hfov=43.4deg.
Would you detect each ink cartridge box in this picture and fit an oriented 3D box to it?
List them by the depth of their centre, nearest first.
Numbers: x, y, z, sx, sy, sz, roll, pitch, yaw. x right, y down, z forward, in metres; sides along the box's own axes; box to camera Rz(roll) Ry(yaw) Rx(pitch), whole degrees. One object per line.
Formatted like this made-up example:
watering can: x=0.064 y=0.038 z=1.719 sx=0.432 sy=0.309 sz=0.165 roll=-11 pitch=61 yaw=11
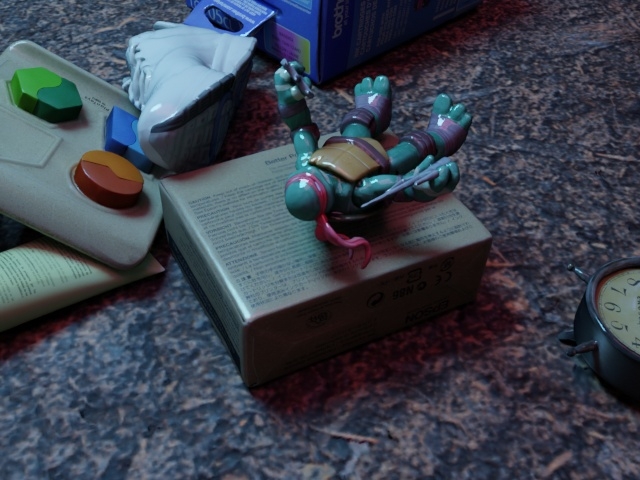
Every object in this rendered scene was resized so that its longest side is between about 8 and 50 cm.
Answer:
ink cartridge box: x=0.000 y=0.000 z=0.720 sx=0.235 sy=0.088 sz=0.193 roll=-18 pitch=46 yaw=-21
ink cartridge box: x=0.004 y=-0.362 z=1.057 sx=0.395 sy=0.151 sz=0.270 roll=-31 pitch=53 yaw=-33

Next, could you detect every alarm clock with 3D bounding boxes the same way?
alarm clock: x=0.301 y=0.081 z=0.676 sx=0.192 sy=0.064 sz=0.129 roll=10 pitch=43 yaw=10

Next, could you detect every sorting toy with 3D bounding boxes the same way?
sorting toy: x=-0.274 y=-0.116 z=0.748 sx=0.307 sy=0.041 sz=0.229 roll=28 pitch=35 yaw=-14

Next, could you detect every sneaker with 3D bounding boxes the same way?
sneaker: x=-0.148 y=-0.151 z=0.819 sx=0.129 sy=0.111 sz=0.297 roll=18 pitch=24 yaw=-6

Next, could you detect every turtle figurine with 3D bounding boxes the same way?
turtle figurine: x=0.029 y=-0.073 z=0.653 sx=0.175 sy=0.118 sz=0.234 roll=36 pitch=34 yaw=11

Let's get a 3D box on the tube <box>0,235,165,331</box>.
tube: x=-0.258 y=0.040 z=0.686 sx=0.240 sy=0.070 sz=0.062 roll=-26 pitch=8 yaw=-36
